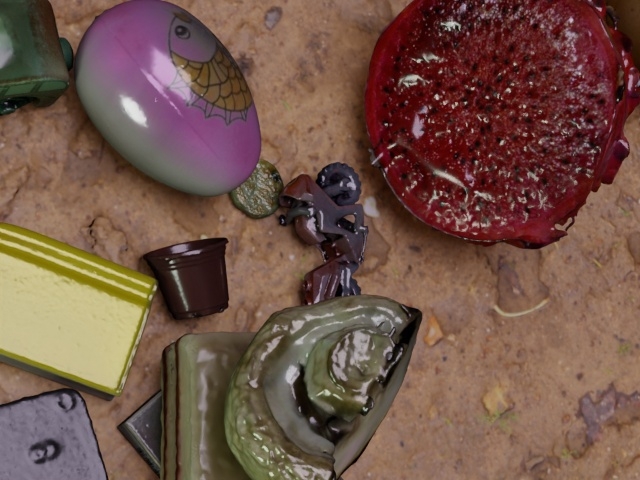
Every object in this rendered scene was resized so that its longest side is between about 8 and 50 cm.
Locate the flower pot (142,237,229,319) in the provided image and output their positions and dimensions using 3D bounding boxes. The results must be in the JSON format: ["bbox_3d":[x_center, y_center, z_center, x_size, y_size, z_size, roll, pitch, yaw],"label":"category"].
[{"bbox_3d":[-0.161,0.051,1.994,0.111,0.111,0.089,-15,98,-26],"label":"flower pot"}]

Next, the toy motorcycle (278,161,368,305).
[{"bbox_3d":[0.000,0.000,2.081,0.118,0.084,0.213,5,79,-31],"label":"toy motorcycle"}]

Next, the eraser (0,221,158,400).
[{"bbox_3d":[-0.320,0.086,1.924,0.226,0.069,0.158,23,69,-16],"label":"eraser"}]

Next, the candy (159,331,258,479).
[{"bbox_3d":[-0.093,0.267,1.885,0.179,0.135,0.321,7,73,-24],"label":"candy"}]

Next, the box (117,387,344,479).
[{"bbox_3d":[-0.084,0.299,1.981,0.180,0.047,0.325,-41,94,-27],"label":"box"}]

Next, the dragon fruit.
[{"bbox_3d":[0.260,-0.175,2.123,0.249,0.370,0.386,-6,76,-61],"label":"dragon fruit"}]

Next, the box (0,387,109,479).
[{"bbox_3d":[-0.333,0.362,1.852,0.211,0.058,0.350,-15,82,-25],"label":"box"}]

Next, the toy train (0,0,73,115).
[{"bbox_3d":[-0.446,-0.216,1.904,0.326,0.159,0.129,-10,82,-27],"label":"toy train"}]

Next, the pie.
[{"bbox_3d":[-0.085,-0.069,2.096,0.085,0.017,0.085,7,74,-23],"label":"pie"}]

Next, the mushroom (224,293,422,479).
[{"bbox_3d":[-0.009,0.168,1.787,0.164,0.189,0.267,27,72,9],"label":"mushroom"}]

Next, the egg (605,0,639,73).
[{"bbox_3d":[0.569,-0.335,2.321,0.322,0.250,0.250,-1,77,-29],"label":"egg"}]

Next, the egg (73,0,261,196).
[{"bbox_3d":[-0.187,-0.176,1.989,0.271,0.196,0.196,50,62,-22],"label":"egg"}]
